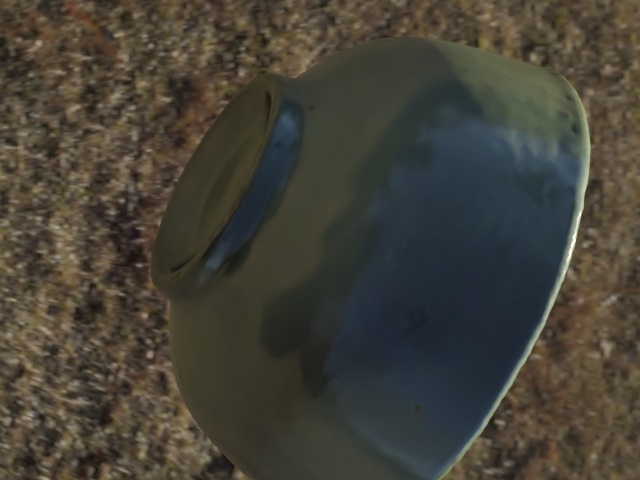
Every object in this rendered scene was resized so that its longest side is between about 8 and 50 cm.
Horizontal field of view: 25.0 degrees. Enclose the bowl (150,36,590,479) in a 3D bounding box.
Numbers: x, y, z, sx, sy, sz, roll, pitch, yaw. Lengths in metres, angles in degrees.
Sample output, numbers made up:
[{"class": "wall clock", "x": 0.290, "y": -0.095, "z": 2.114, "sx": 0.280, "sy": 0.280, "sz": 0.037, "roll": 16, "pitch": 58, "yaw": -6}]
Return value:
[{"class": "bowl", "x": 0.000, "y": 0.000, "z": 0.785, "sx": 0.146, "sy": 0.289, "sz": 0.289, "roll": 28, "pitch": 77, "yaw": -18}]
